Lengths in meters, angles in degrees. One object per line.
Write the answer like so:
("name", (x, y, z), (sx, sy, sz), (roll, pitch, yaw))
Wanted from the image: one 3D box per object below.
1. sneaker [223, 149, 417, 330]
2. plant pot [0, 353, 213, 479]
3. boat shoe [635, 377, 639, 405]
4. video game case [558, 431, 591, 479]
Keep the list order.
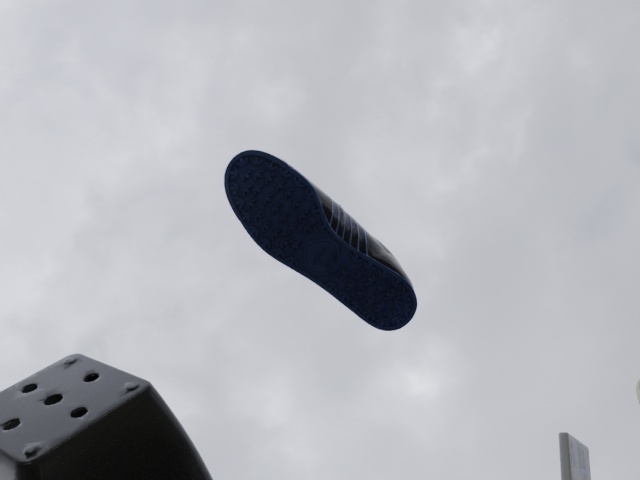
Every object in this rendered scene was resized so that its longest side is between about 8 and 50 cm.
("sneaker", (0.000, 0.000, 0.644), (0.232, 0.090, 0.081), (44, -85, -3))
("plant pot", (-0.225, 0.216, 0.591), (0.188, 0.188, 0.166), (-29, -60, -47))
("boat shoe", (0.469, 0.235, 0.705), (0.105, 0.285, 0.089), (-16, -52, -11))
("video game case", (0.418, 0.405, 1.038), (0.019, 0.157, 0.143), (-11, -30, 32))
